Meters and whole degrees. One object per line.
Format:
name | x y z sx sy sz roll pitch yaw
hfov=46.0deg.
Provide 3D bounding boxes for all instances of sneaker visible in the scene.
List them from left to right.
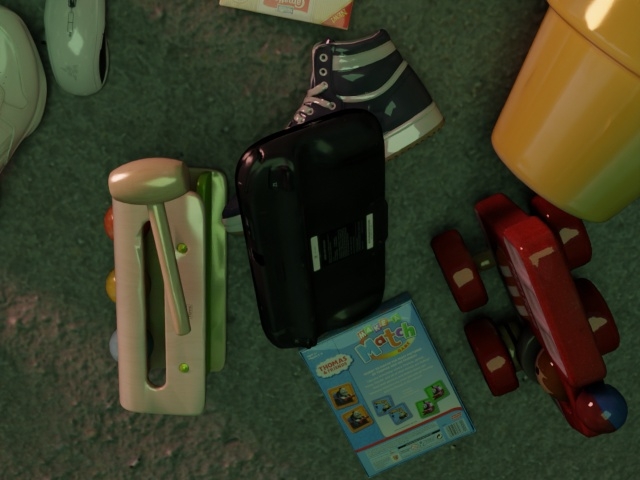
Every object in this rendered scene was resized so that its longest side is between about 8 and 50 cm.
sneaker | -0.395 -0.110 0.833 0.114 0.152 0.305 21 105 -5
sneaker | -0.016 -0.129 0.861 0.282 0.099 0.153 -29 107 5

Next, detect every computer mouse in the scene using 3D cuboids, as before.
computer mouse | -0.272 -0.257 0.844 0.106 0.042 0.192 2 107 -3

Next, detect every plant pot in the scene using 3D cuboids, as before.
plant pot | 0.315 -0.159 0.796 0.254 0.254 0.239 28 121 -9

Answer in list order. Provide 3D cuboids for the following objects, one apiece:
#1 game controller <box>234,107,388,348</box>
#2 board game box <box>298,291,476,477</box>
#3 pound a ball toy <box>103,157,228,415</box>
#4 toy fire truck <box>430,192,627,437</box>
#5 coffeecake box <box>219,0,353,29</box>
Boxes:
game controller | 0.000 0.000 0.847 0.167 0.067 0.319 -29 141 -22
board game box | 0.089 0.193 0.995 0.160 0.039 0.211 -25 107 6
pound a ball toy | -0.192 0.045 0.855 0.136 0.208 0.319 4 108 5
toy fire truck | 0.254 0.093 0.854 0.169 0.254 0.302 -22 106 6
coffeecake box | -0.024 -0.334 0.812 0.143 0.068 0.185 9 108 -5
